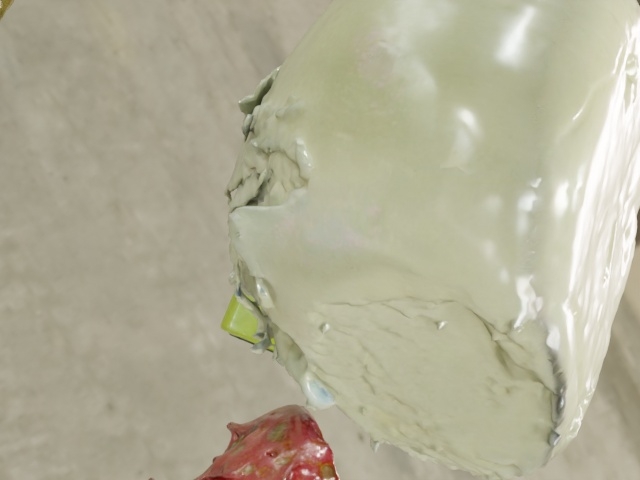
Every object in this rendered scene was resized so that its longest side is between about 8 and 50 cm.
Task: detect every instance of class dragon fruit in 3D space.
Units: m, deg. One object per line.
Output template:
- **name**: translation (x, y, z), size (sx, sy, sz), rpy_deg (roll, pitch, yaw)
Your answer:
- **dragon fruit**: translation (-0.092, 0.269, 1.600), size (0.134, 0.212, 0.262), rpy_deg (68, -18, 8)

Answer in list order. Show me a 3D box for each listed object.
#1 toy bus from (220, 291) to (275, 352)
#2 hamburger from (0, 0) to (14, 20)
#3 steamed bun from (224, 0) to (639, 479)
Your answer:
- **toy bus**: translation (0.000, 0.000, 1.532), size (0.128, 0.262, 0.150), rpy_deg (22, -3, 6)
- **hamburger**: translation (-0.217, -0.040, 0.388), size (0.134, 0.265, 0.285), rpy_deg (56, 34, -2)
- **steamed bun**: translation (0.079, -0.032, 0.933), size (0.333, 0.233, 0.312), rpy_deg (83, 25, -45)
